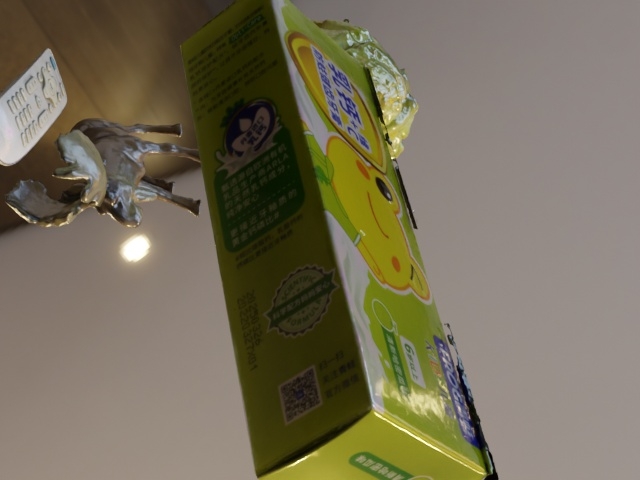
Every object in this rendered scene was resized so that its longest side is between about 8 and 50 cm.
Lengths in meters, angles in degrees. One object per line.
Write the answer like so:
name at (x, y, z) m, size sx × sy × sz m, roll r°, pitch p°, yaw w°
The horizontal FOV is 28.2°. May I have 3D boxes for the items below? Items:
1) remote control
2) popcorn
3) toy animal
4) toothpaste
remote control at (-0.340, -0.150, 1.448) m, size 0.044 × 0.073 × 0.229 m, roll -12°, pitch -155°, yaw 13°
popcorn at (0.009, -0.144, 1.398) m, size 0.198 × 0.198 × 0.212 m, roll -8°, pitch -132°, yaw 24°
toy animal at (-0.196, -0.062, 1.166) m, size 0.214 × 0.186 × 0.093 m, roll 36°, pitch -67°, yaw 59°
toothpaste at (0.000, 0.000, 0.721) m, size 0.077 × 0.110 × 0.327 m, roll -34°, pitch -133°, yaw 23°
